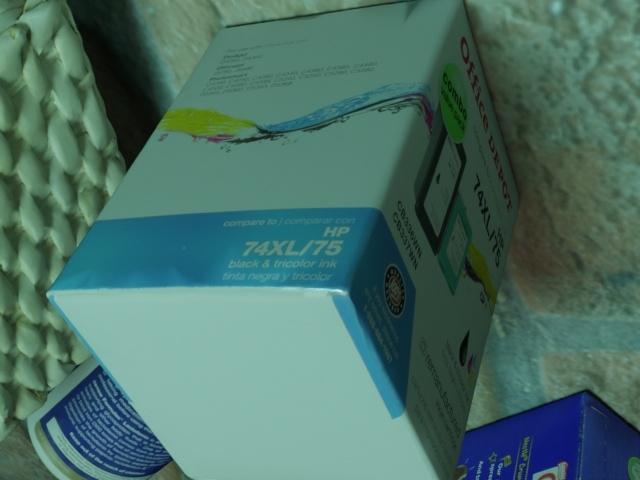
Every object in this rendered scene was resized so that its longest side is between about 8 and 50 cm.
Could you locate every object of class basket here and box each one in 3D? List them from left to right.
[{"bbox_3d":[-0.340,-0.011,0.708,0.266,0.328,0.331,24,144,26],"label":"basket"}]

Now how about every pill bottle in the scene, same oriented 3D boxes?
[{"bbox_3d":[-0.154,0.125,0.908,0.153,0.153,0.264,39,120,-18],"label":"pill bottle"}]

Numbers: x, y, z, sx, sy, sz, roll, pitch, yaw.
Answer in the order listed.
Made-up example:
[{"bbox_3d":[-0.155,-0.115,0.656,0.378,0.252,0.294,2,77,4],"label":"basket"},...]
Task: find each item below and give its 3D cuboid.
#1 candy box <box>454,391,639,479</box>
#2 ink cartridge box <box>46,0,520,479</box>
[{"bbox_3d":[0.166,0.327,0.921,0.122,0.268,0.317,34,141,-19],"label":"candy box"},{"bbox_3d":[0.000,0.000,0.633,0.197,0.270,0.198,-2,134,27],"label":"ink cartridge box"}]
